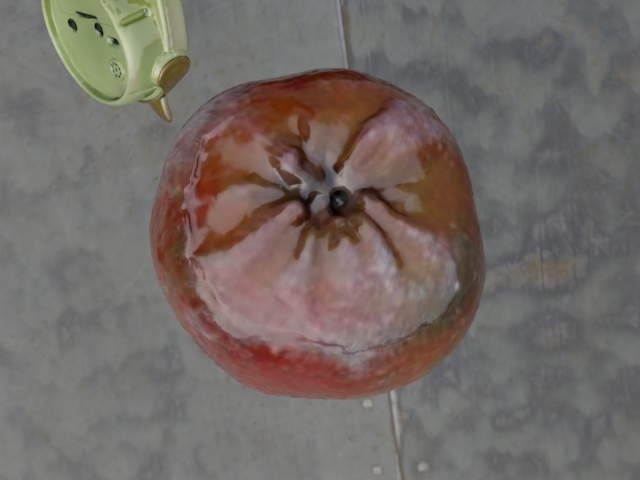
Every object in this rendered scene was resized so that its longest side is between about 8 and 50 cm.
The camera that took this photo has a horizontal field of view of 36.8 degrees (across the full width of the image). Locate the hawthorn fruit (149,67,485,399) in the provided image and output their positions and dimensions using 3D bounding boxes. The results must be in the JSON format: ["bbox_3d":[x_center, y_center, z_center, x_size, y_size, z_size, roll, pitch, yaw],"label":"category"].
[{"bbox_3d":[0.000,0.000,0.486,0.172,0.173,0.173,0,113,1],"label":"hawthorn fruit"}]

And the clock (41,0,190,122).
[{"bbox_3d":[-0.339,-0.351,1.553,0.286,0.117,0.348,23,136,40],"label":"clock"}]
